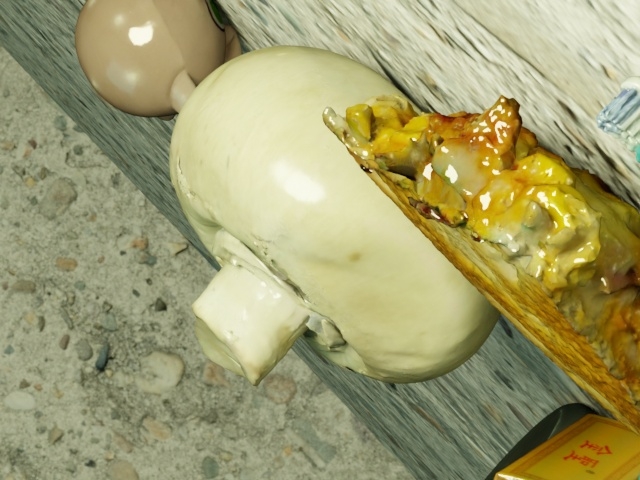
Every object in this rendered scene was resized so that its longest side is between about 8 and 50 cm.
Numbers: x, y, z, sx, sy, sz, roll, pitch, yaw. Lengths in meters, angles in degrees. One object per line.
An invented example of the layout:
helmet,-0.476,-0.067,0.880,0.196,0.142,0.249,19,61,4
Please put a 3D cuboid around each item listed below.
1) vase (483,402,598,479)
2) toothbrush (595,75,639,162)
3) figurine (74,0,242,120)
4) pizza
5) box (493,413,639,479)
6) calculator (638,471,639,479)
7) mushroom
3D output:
vase,0.259,0.286,1.479,0.321,0.173,0.173,40,173,0
toothbrush,0.232,0.043,0.820,0.304,0.030,0.030,44,173,-2
figurine,-0.123,-0.151,1.462,0.138,0.125,0.125,64,169,-13
pizza,0.120,0.002,0.986,0.289,0.081,0.229,44,179,13
box,0.154,0.270,1.312,0.076,0.274,0.174,18,-164,23
calculator,0.270,0.261,1.143,0.274,0.058,0.248,40,136,42
mushroom,0.000,0.000,1.224,0.246,0.202,0.246,35,167,9
